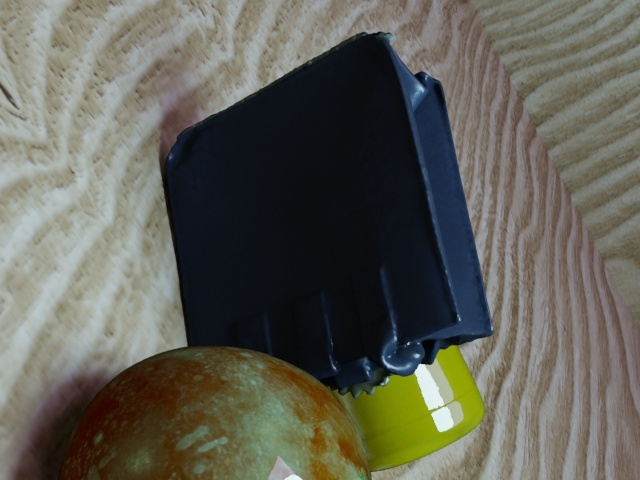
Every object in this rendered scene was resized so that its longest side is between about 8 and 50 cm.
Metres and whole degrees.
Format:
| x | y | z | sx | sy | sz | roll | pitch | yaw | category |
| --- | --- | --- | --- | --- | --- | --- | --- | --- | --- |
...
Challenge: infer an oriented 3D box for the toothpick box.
| x | y | z | sx | sy | sz | roll | pitch | yaw | category |
| --- | --- | --- | --- | --- | --- | --- | --- | --- | --- |
| 0.067 | 0.120 | 1.151 | 0.175 | 0.175 | 0.271 | -17 | 82 | -63 | toothpick box |

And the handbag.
| x | y | z | sx | sy | sz | roll | pitch | yaw | category |
| --- | --- | --- | --- | --- | --- | --- | --- | --- | --- |
| 0.000 | 0.000 | 0.964 | 0.122 | 0.303 | 0.329 | 21 | 53 | -52 | handbag |

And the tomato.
| x | y | z | sx | sy | sz | roll | pitch | yaw | category |
| --- | --- | --- | --- | --- | --- | --- | --- | --- | --- |
| -0.066 | 0.212 | 0.780 | 0.270 | 0.222 | 0.270 | 38 | 43 | -46 | tomato |
